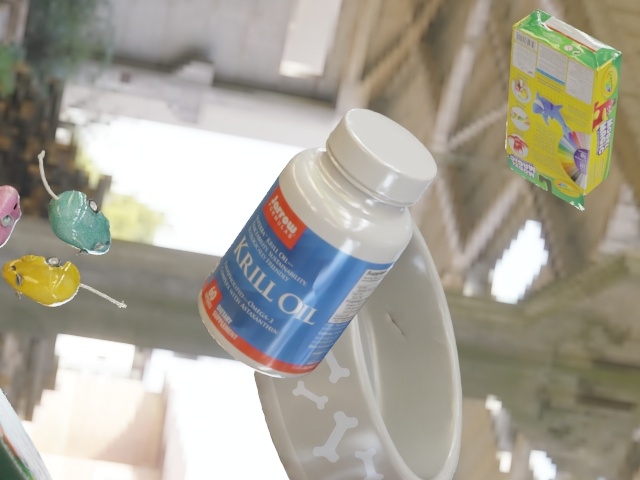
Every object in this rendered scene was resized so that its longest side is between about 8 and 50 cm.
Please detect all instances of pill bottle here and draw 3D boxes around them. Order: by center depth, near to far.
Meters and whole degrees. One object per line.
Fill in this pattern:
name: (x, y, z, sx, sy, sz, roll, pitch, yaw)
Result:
pill bottle: (0.000, 0.000, 1.539, 0.221, 0.124, 0.124, -55, -159, 26)

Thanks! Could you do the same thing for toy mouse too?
toy mouse: (-0.223, -0.006, 1.422, 0.031, 0.161, 0.143, -83, -174, -50)

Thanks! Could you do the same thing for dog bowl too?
dog bowl: (0.044, 0.109, 1.801, 0.349, 0.102, 0.349, -13, 90, -69)

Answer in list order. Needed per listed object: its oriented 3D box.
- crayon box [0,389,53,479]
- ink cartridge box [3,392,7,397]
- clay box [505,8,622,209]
crayon box: (-0.289, 0.180, 1.541, 0.202, 0.081, 0.318, 64, -10, -31)
ink cartridge box: (-0.481, 0.282, 1.851, 0.303, 0.307, 0.072, -92, 178, -58)
clay box: (0.285, -0.152, 2.163, 0.127, 0.053, 0.222, 34, -35, 31)
